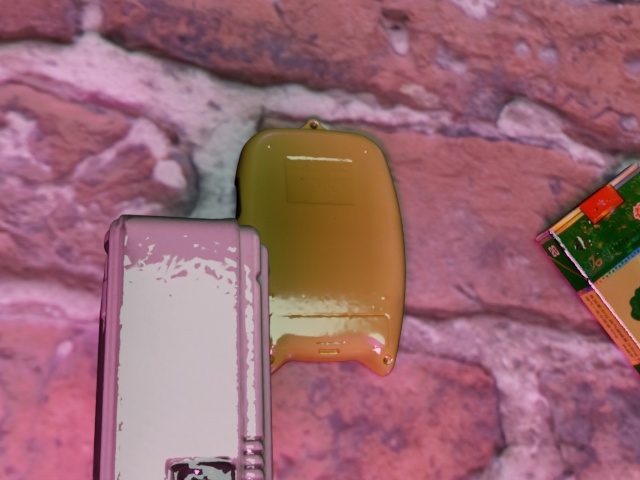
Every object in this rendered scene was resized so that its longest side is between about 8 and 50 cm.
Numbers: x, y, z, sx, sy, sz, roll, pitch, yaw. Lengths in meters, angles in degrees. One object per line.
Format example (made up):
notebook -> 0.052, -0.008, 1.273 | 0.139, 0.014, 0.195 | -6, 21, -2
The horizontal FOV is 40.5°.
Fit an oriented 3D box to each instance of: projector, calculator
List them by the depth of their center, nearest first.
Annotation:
projector -> -0.099, 0.105, 0.577 | 0.099, 0.256, 0.192 | 1, 72, -15
calculator -> 0.000, 0.000, 0.756 | 0.157, 0.033, 0.236 | 0, 71, -14

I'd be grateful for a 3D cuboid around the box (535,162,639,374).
box -> 0.324, 0.054, 0.823 | 0.132, 0.034, 0.235 | -33, 84, -21
